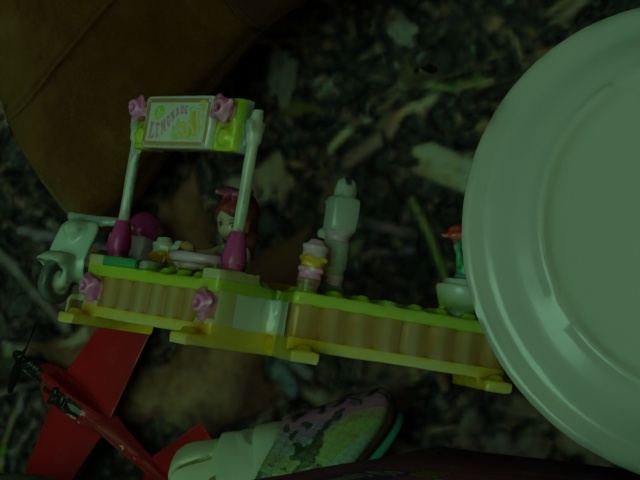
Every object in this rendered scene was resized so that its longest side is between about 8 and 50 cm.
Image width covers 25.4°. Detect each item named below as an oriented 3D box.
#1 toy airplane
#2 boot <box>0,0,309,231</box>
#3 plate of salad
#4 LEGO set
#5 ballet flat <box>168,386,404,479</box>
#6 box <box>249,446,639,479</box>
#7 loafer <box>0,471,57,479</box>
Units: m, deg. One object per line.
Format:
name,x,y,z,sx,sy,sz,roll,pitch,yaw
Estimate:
toy airplane,-0.108,0.099,0.728,0.151,0.028,0.151,-2,85,25
boot,-0.088,-0.184,0.704,0.280,0.096,0.264,-42,72,39
plate of salad,0.156,0.000,0.574,0.200,0.048,0.199,0,77,2
LEGO set,0.000,0.000,0.622,0.287,0.132,0.107,7,86,24
ballet flat,-0.051,0.145,0.669,0.079,0.077,0.221,35,106,0
box,0.111,0.151,0.517,0.243,0.213,0.117,4,88,26
loafer,-0.144,0.165,0.632,0.319,0.111,0.112,-3,83,53
